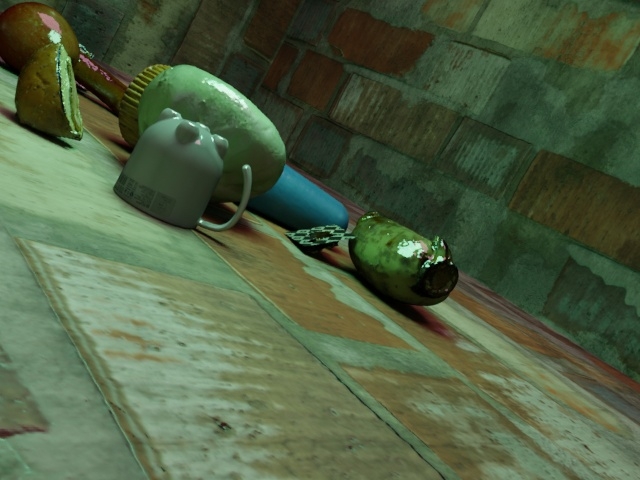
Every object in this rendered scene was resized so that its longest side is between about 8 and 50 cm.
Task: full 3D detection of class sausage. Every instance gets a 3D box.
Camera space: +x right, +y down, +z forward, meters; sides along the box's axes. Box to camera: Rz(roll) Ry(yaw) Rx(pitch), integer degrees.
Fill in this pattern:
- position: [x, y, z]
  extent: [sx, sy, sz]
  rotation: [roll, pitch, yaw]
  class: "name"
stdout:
- position: [-0.593, -0.422, 1.695]
  extent: [0.302, 0.076, 0.103]
  rotation: [38, 8, -4]
  class: "sausage"

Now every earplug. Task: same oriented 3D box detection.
- position: [-0.055, -0.086, 1.425]
  extent: [0.273, 0.132, 0.132]
  rotation: [30, 7, -20]
  class: "earplug"

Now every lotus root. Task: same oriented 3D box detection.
- position: [0.154, 0.033, 1.285]
  extent: [0.173, 0.173, 0.309]
  rotation: [24, 9, -31]
  class: "lotus root"

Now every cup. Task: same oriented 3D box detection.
- position: [-0.199, -0.101, 0.932]
  extent: [0.173, 0.142, 0.134]
  rotation: [34, 9, 26]
  class: "cup"

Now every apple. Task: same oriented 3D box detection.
- position: [-0.666, -0.463, 1.485]
  extent: [0.168, 0.181, 0.181]
  rotation: [51, 7, -3]
  class: "apple"

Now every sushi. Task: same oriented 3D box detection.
- position: [0.000, 0.000, 1.298]
  extent: [0.120, 0.026, 0.126]
  rotation: [-10, 17, -20]
  class: "sushi"

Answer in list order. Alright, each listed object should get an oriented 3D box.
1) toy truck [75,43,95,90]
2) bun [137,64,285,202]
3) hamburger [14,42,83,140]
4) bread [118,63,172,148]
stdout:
- position: [-0.717, -0.514, 1.830]
  extent: [0.136, 0.111, 0.286]
  rotation: [26, 11, -32]
  class: "toy truck"
- position: [-0.212, -0.157, 1.130]
  extent: [0.293, 0.187, 0.293]
  rotation: [30, -16, 10]
  class: "bun"
- position: [-0.450, -0.237, 1.019]
  extent: [0.102, 0.176, 0.087]
  rotation: [-11, -12, -13]
  class: "hamburger"
- position: [-0.333, -0.267, 1.324]
  extent: [0.104, 0.199, 0.199]
  rotation: [29, 7, 26]
  class: "bread"
